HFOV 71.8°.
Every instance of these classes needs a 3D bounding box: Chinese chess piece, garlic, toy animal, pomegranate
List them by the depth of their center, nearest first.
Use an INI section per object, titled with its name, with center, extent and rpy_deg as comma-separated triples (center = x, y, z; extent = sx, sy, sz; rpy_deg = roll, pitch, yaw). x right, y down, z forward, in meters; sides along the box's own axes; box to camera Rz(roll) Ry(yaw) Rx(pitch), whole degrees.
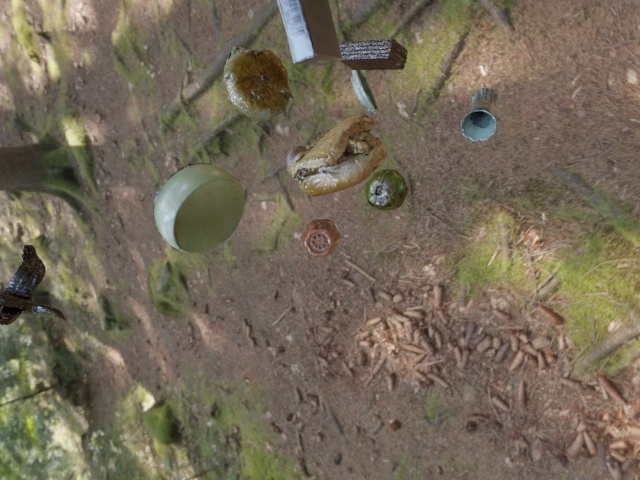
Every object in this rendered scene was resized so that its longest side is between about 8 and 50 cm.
[toy animal]
center = -0.739, 0.151, 1.096
extent = 0.160, 0.197, 0.273
rpy_deg = -25, 38, 17
[Chinese chess piece]
center = -0.456, -0.121, 1.685
extent = 0.146, 0.349, 0.350
rpy_deg = 37, 122, 29
[pomegranate]
center = 0.274, -0.208, 1.833
extent = 0.179, 0.210, 0.180
rpy_deg = 0, 93, 8
[garlic]
center = -0.055, -0.356, 2.157
extent = 0.207, 0.206, 0.257
rpy_deg = -53, 32, 36

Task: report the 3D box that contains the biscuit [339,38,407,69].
[biscuit]
center = 0.177, -0.656, 1.567
extent = 0.252, 0.106, 0.070
rpy_deg = 19, 97, 40

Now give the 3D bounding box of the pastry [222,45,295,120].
[pastry]
center = -0.215, -0.544, 1.540
extent = 0.120, 0.256, 0.236
rpy_deg = -10, 81, 57

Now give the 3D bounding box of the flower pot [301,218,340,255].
[flower pot]
center = 0.000, 0.000, 2.036
extent = 0.190, 0.173, 0.191
rpy_deg = 0, 98, 2

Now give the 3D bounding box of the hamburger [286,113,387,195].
[hamburger]
center = 0.042, -0.202, 1.100
extent = 0.243, 0.286, 0.146
rpy_deg = -28, 108, 7

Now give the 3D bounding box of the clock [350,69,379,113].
[clock]
center = 0.183, -0.651, 1.921
extent = 0.053, 0.236, 0.237
rpy_deg = -24, 82, 22

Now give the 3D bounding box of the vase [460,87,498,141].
[vase]
center = 0.388, -0.309, 1.059
extent = 0.081, 0.149, 0.081
rpy_deg = 16, 137, 15

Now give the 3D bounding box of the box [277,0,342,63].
[box]
center = -0.043, -0.459, 0.721
extent = 0.047, 0.180, 0.325
rpy_deg = -9, 107, 20
